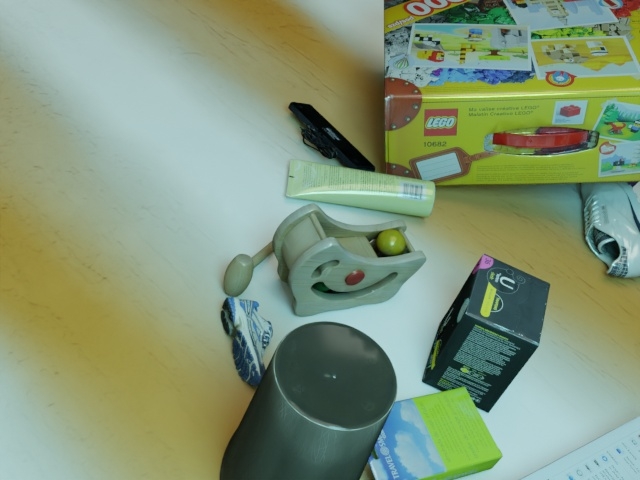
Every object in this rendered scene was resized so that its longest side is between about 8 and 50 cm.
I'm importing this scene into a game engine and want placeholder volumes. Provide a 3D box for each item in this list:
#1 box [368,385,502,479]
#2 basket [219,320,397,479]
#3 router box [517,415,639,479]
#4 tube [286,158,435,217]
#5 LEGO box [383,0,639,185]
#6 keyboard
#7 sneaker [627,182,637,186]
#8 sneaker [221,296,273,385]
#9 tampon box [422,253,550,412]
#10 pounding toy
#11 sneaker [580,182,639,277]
[{"bbox_3d":[0.125,0.250,0.968,0.178,0.042,0.109,-6,49,-25],"label":"box"},{"bbox_3d":[-0.013,0.203,0.832,0.154,0.227,0.204,15,44,-6],"label":"basket"},{"bbox_3d":[0.405,0.393,0.903,0.301,0.082,0.335,-14,54,-30],"label":"router box"},{"bbox_3d":[0.065,-0.085,1.268,0.240,0.062,0.070,9,4,-6],"label":"tube"},{"bbox_3d":[0.360,-0.285,1.364,0.499,0.193,0.373,-1,45,5],"label":"LEGO box"},{"bbox_3d":[0.005,-0.174,1.354,0.192,0.038,0.100,47,26,26],"label":"keyboard"},{"bbox_3d":[0.483,-0.192,1.469,0.283,0.124,0.107,23,44,2],"label":"sneaker"},{"bbox_3d":[-0.085,0.126,1.008,0.058,0.052,0.135,-1,48,-26],"label":"sneaker"},{"bbox_3d":[0.221,0.125,1.040,0.101,0.161,0.120,24,44,4],"label":"tampon box"},{"bbox_3d":[0.000,0.000,1.086,0.269,0.154,0.155,-7,51,-26],"label":"pounding toy"},{"bbox_3d":[0.504,-0.035,1.358,0.094,0.090,0.235,-4,47,-11],"label":"sneaker"}]
